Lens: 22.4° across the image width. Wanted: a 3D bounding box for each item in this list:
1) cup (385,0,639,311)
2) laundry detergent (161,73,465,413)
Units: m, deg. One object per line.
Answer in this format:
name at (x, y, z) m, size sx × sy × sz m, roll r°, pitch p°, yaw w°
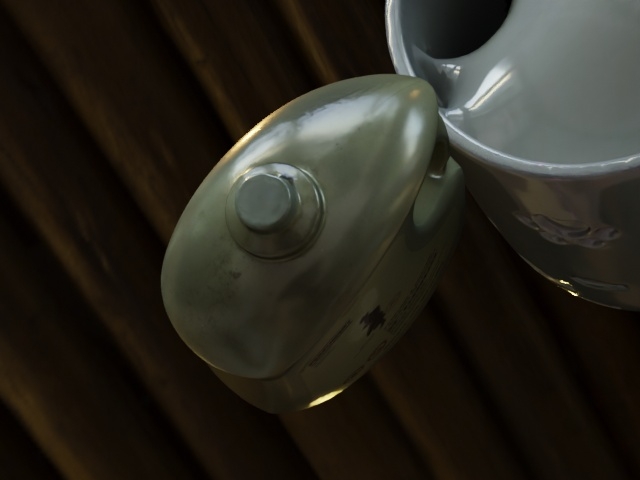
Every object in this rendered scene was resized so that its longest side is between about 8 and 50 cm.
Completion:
cup at (0.172, -0.129, 1.061) m, size 0.259 × 0.357 × 0.274 m, roll -44°, pitch -32°, yaw -3°
laundry detergent at (0.000, 0.000, 0.807) m, size 0.091 × 0.253 × 0.181 m, roll 41°, pitch -91°, yaw 14°
